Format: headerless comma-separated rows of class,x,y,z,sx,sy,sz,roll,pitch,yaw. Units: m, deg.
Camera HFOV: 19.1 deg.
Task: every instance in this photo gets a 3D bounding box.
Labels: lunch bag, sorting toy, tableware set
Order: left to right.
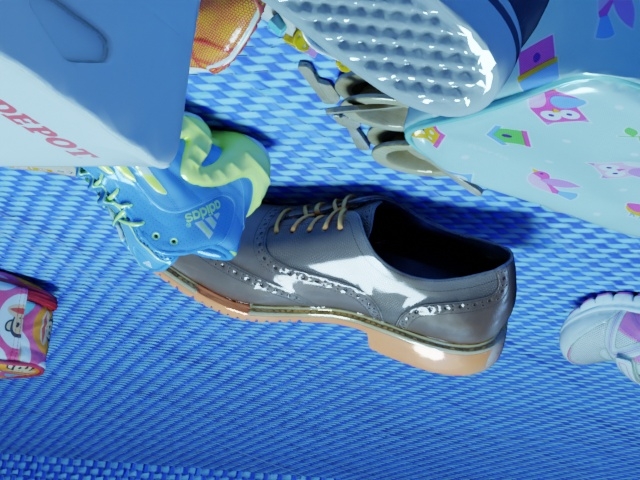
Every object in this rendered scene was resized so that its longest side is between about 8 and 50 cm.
lunch bag,-0.480,0.092,2.254,0.293,0.120,0.258,16,164,-30
sorting toy,-0.012,-0.144,1.245,0.083,0.045,0.075,22,180,-41
tableware set,0.065,-0.079,1.427,0.128,0.039,0.194,5,165,16
lunch bag,0.214,-0.085,1.180,0.279,0.108,0.224,17,161,-31

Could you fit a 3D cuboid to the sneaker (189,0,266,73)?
sneaker,-0.093,-0.143,1.237,0.067,0.064,0.175,29,155,-29

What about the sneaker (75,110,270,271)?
sneaker,-0.145,-0.048,1.498,0.240,0.126,0.091,17,163,-30

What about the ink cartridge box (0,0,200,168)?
ink cartridge box,-0.296,-0.154,1.107,0.384,0.160,0.279,2,165,26

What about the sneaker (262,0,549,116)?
sneaker,-0.024,-0.200,0.886,0.321,0.127,0.126,38,152,-12

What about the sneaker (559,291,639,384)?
sneaker,0.339,0.114,1.864,0.252,0.111,0.103,-4,161,43

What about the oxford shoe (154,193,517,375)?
oxford shoe,0.000,0.000,1.692,0.363,0.130,0.133,15,133,3

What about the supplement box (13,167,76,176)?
supplement box,-0.234,-0.086,1.585,0.062,0.036,0.098,8,165,2
